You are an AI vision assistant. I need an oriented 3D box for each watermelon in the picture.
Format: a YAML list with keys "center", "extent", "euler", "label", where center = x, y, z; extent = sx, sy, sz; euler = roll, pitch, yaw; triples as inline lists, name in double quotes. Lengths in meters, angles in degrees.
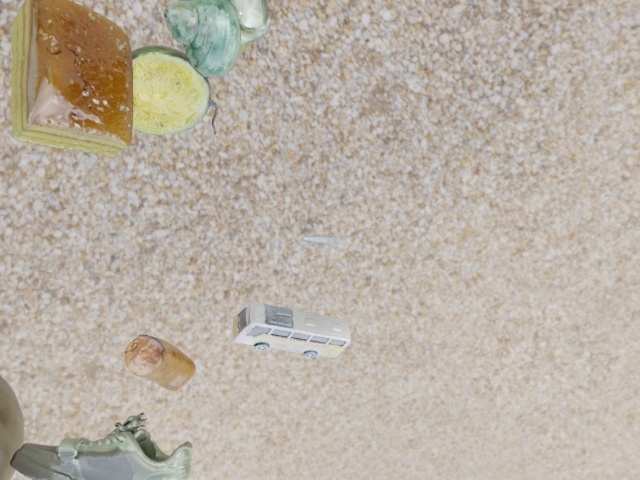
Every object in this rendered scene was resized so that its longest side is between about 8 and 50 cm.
- center: [-0.342, -0.336, 1.364]
  extent: [0.232, 0.127, 0.204]
  euler: [-3, 136, -15]
  label: "watermelon"

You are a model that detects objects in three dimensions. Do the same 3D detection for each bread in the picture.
- center: [-0.402, -0.267, 1.026]
  extent: [0.110, 0.234, 0.184]
  euler: [-19, 162, 38]
  label: "bread"

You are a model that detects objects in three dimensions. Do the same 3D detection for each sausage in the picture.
- center: [-0.375, 0.292, 1.478]
  extent: [0.109, 0.109, 0.270]
  euler: [-23, 155, 0]
  label: "sausage"

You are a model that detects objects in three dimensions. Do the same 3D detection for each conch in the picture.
- center: [-0.167, -0.353, 1.018]
  extent: [0.122, 0.188, 0.176]
  euler: [24, 115, 4]
  label: "conch"

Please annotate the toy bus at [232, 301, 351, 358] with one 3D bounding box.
- center: [-0.082, 0.271, 1.855]
  extent: [0.342, 0.097, 0.138]
  euler: [15, 138, -24]
  label: "toy bus"

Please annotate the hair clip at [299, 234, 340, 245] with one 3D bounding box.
- center: [0.000, -0.001, 1.745]
  extent: [0.115, 0.030, 0.039]
  euler: [0, 177, -5]
  label: "hair clip"

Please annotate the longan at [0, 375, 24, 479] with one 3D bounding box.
- center: [-0.791, 0.398, 1.225]
  extent: [0.336, 0.404, 0.404]
  euler: [-37, 135, 27]
  label: "longan"

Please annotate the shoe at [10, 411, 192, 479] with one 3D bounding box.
- center: [-0.340, 0.344, 1.017]
  extent: [0.293, 0.149, 0.109]
  euler: [17, 166, 5]
  label: "shoe"
